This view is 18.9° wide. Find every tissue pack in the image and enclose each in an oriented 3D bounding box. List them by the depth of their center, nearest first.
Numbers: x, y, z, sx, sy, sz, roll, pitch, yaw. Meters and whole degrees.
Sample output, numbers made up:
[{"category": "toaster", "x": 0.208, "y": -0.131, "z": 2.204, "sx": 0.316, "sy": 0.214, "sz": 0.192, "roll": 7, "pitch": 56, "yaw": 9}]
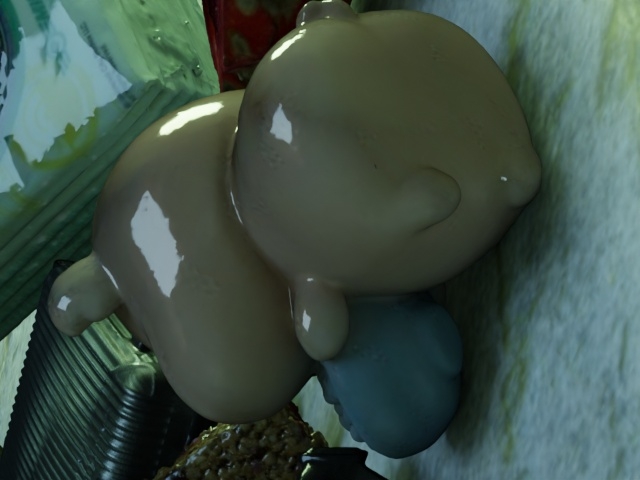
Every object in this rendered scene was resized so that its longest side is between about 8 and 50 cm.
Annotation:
[{"category": "tissue pack", "x": -0.269, "y": -0.097, "z": 1.533, "sx": 0.388, "sy": 0.162, "sz": 0.287, "roll": -40, "pitch": 58, "yaw": 24}]

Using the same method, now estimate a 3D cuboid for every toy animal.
[{"category": "toy animal", "x": -0.008, "y": -0.019, "z": 1.034, "sx": 0.229, "sy": 0.210, "sz": 0.221, "roll": 29, "pitch": 119, "yaw": 31}]

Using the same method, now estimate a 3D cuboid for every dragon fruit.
[{"category": "dragon fruit", "x": -0.015, "y": -0.163, "z": 1.246, "sx": 0.262, "sy": 0.134, "sz": 0.212, "roll": -143, "pitch": 53, "yaw": -82}]

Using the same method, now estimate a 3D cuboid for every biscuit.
[{"category": "biscuit", "x": -0.085, "y": 0.170, "z": 1.191, "sx": 0.199, "sy": 0.064, "sz": 0.034, "roll": -39, "pitch": 10, "yaw": 6}]

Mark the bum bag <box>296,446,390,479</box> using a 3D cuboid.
[{"category": "bum bag", "x": 0.036, "y": 0.191, "z": 0.986, "sx": 0.326, "sy": 0.079, "sz": 0.142, "roll": -171, "pitch": 85, "yaw": -67}]

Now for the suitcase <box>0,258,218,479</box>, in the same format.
[{"category": "suitcase", "x": -0.137, "y": 0.141, "z": 1.358, "sx": 0.312, "sy": 0.128, "sz": 0.202, "roll": -140, "pitch": 64, "yaw": -64}]

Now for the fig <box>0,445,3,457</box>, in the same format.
[{"category": "fig", "x": -0.346, "y": 0.305, "z": 1.556, "sx": 0.343, "sy": 0.343, "sz": 0.343, "roll": -168, "pitch": 90, "yaw": -68}]
